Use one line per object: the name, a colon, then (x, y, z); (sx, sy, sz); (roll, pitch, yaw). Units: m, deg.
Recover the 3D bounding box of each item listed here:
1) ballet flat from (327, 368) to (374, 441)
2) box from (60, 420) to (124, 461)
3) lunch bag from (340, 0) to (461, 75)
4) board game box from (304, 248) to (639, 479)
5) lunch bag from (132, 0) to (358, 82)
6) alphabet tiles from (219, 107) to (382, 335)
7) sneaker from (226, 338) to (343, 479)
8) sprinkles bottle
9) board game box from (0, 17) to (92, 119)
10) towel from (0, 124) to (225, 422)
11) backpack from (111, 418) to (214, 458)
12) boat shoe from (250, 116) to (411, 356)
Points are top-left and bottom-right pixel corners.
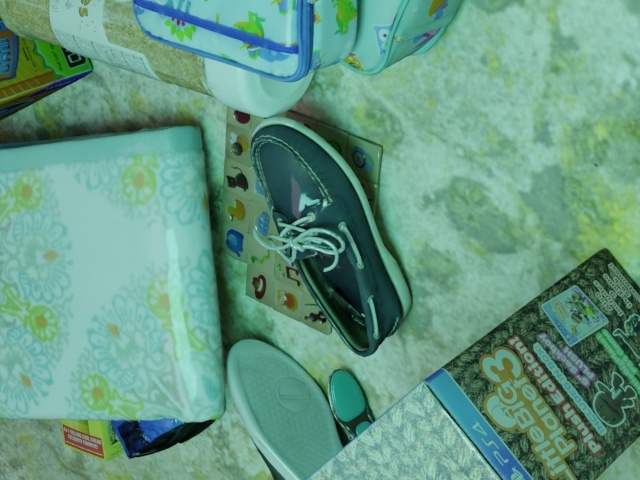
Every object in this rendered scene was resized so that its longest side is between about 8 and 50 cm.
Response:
ballet flat: (0.036, 0.191, 1.463); (0.041, 0.041, 0.114); (-28, 89, 45)
box: (-0.291, 0.155, 1.711); (0.087, 0.058, 0.232); (13, 118, 37)
lunch bag: (0.041, -0.305, 1.169); (0.224, 0.108, 0.279); (41, 131, 22)
board game box: (0.149, 0.169, 1.173); (0.141, 0.291, 0.232); (52, 134, 9)
lunch bag: (-0.069, -0.234, 1.163); (0.219, 0.090, 0.176); (25, 127, 34)
alphabet tiles: (-0.027, -0.022, 1.433); (0.198, 0.009, 0.237); (24, 125, 30)
sneaker: (-0.033, 0.256, 1.506); (0.296, 0.104, 0.147); (55, 142, 12)
sprinkles bottle: (-0.171, -0.223, 1.382); (0.355, 0.121, 0.121); (21, 122, 33)
board game box: (-0.551, -0.257, 1.530); (0.356, 0.356, 0.356); (-17, 98, 44)
towel: (-0.275, 0.041, 1.549); (0.374, 0.090, 0.320); (-4, 96, 32)
backpack: (-0.184, 0.193, 1.610); (0.120, 0.098, 0.101); (-32, 85, 46)
boat shoe: (0.000, 0.000, 1.327); (0.095, 0.079, 0.254); (-6, 123, 38)
